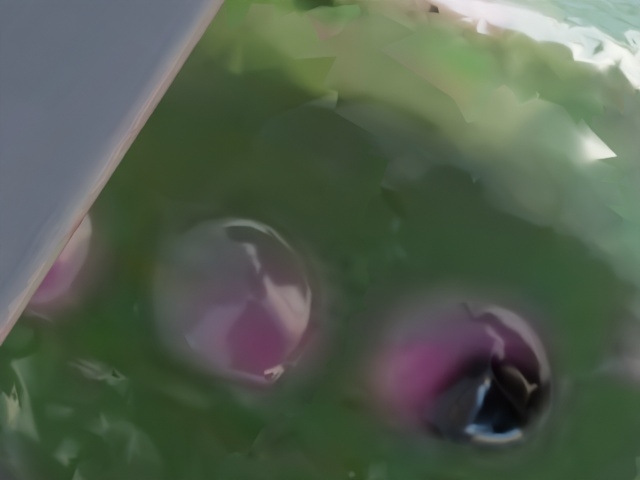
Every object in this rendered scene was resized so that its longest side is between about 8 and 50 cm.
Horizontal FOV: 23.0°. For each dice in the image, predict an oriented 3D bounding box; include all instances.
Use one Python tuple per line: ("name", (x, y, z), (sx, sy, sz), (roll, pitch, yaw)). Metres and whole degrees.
("dice", (0.000, 0.000, 0.689), (0.322, 0.318, 0.330), (19, 25, 8))

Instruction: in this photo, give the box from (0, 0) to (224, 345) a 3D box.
("box", (-0.093, -0.087, 0.371), (0.112, 0.190, 0.369), (21, -62, -34))
